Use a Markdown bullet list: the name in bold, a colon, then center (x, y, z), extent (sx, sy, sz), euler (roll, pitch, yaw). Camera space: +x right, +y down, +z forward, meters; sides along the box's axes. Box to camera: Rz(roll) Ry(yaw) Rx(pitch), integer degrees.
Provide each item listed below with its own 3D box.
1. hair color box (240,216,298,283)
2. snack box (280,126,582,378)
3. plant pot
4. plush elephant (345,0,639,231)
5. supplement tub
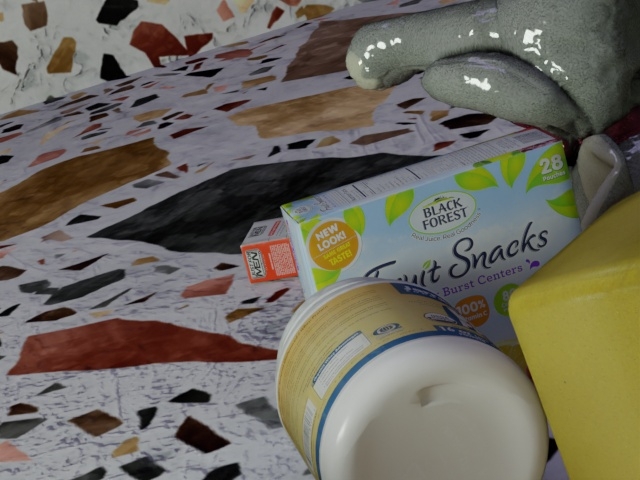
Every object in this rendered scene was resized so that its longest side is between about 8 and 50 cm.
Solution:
- **hair color box**: center (0.000, 0.000, 1.660), extent (0.141, 0.043, 0.072), euler (-9, 18, 13)
- **snack box**: center (0.093, 0.029, 1.272), extent (0.207, 0.174, 0.070), euler (-17, 16, -11)
- **plant pot**: center (0.240, 0.061, 1.007), extent (0.187, 0.212, 0.212), euler (-7, 21, 45)
- **plush elephant**: center (0.235, -0.099, 1.485), extent (0.272, 0.255, 0.330), euler (-16, 7, -37)
- **supplement tub**: center (0.051, 0.107, 1.113), extent (0.144, 0.144, 0.200), euler (-17, 18, -9)
